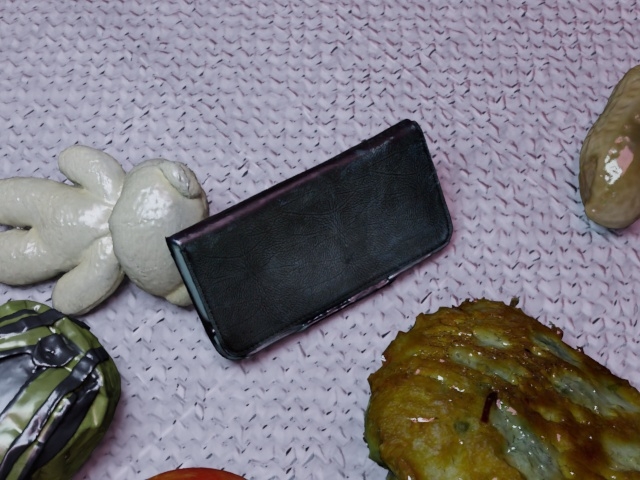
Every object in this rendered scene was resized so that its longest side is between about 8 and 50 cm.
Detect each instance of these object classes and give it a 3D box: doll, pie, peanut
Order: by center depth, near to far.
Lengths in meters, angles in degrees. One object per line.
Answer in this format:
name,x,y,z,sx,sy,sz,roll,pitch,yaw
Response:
pie,0.185,0.182,0.819,0.288,0.103,0.354,22,31,13
doll,-0.256,-0.019,0.972,0.278,0.175,0.149,1,25,9
peanut,0.386,-0.116,1.022,0.110,0.120,0.236,9,64,44

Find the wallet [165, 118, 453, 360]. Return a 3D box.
wallet,0.000,0.000,0.944,0.318,0.045,0.172,-29,111,-18

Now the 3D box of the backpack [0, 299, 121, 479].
backpack,-0.329,0.175,0.848,0.253,0.140,0.207,-42,73,-14

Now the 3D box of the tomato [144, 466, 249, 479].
tomato,-0.138,0.315,0.783,0.200,0.139,0.233,26,67,19

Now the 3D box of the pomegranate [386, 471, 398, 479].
pomegranate,0.098,0.314,0.776,0.187,0.187,0.225,-3,43,-2
